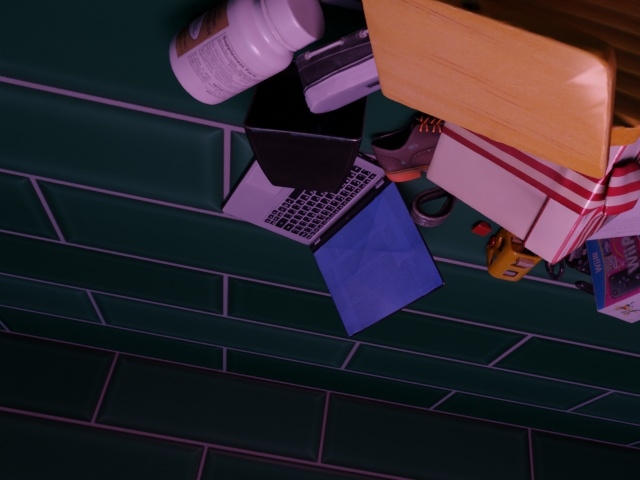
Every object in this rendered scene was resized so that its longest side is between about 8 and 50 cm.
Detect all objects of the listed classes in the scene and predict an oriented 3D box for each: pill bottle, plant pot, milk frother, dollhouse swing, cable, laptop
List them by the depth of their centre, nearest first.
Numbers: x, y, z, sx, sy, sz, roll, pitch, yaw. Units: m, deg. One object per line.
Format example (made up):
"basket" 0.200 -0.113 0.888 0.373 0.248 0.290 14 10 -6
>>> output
"dollhouse swing" 0.223 -0.318 0.482 0.315 0.346 0.304 26 146 14
"pill bottle" -0.114 -0.313 0.827 0.230 0.131 0.131 -15 140 33
"plant pot" -0.018 -0.188 0.932 0.188 0.188 0.166 7 142 4
"cable" 0.272 -0.108 0.980 0.288 0.139 0.072 -11 152 -32
"laptop" 0.000 0.000 1.193 0.408 0.236 0.382 22 145 -19
"milk frother" 0.638 0.058 1.270 0.135 0.129 0.143 20 -171 -16

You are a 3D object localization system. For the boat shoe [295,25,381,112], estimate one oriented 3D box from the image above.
"boat shoe" 0.107 -0.286 0.747 0.307 0.104 0.113 -19 178 27

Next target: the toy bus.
"toy bus" 0.464 0.015 1.219 0.191 0.104 0.202 -16 140 34

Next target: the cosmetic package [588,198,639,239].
"cosmetic package" 0.507 -0.115 0.946 0.224 0.138 0.225 -8 144 44

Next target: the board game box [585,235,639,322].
"board game box" 0.677 0.001 1.031 0.098 0.223 0.303 17 146 -15

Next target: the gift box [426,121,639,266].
"gift box" 0.340 -0.127 0.743 0.258 0.255 0.276 39 140 31

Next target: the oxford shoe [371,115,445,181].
"oxford shoe" 0.218 -0.187 0.979 0.272 0.096 0.098 -17 133 34
